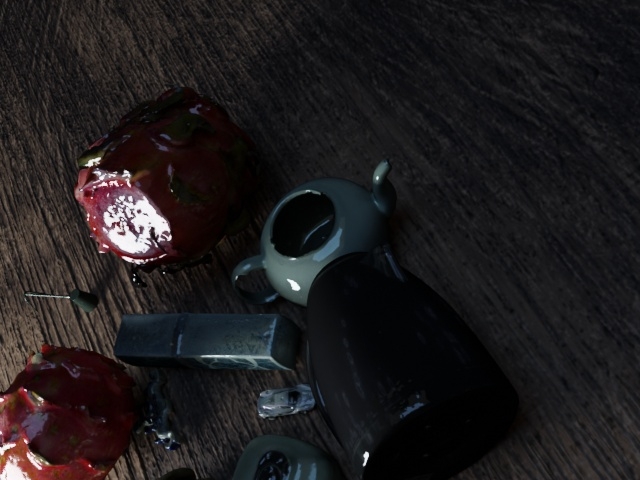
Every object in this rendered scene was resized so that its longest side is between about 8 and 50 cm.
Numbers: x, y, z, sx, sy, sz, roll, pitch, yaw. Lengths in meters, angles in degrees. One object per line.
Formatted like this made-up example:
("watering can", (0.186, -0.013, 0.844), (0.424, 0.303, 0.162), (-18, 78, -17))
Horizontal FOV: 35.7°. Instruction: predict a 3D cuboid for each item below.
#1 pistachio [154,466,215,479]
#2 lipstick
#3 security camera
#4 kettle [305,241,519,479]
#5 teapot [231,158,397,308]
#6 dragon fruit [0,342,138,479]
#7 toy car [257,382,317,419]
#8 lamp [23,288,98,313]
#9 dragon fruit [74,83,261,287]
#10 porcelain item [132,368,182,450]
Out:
("pistachio", (-0.218, 0.407, 1.314), (0.138, 0.153, 0.238), (15, 47, 26))
("lipstick", (-0.167, 0.147, 1.454), (0.290, 0.077, 0.076), (-4, 64, 29))
("security camera", (-0.071, 0.400, 1.268), (0.157, 0.080, 0.301), (7, 72, 33))
("kettle", (0.069, 0.160, 1.237), (0.290, 0.207, 0.268), (57, 135, 37))
("teapot", (0.000, 0.000, 1.396), (0.294, 0.129, 0.193), (-33, 52, 12))
("dragon fruit", (-0.379, 0.280, 1.433), (0.210, 0.205, 0.268), (36, 88, 39))
("toy car", (-0.044, 0.221, 1.374), (0.093, 0.025, 0.041), (-17, 59, 24))
("lamp", (-0.435, 0.097, 1.661), (0.121, 0.054, 0.041), (-5, 63, 29))
("dragon fruit", (-0.216, -0.096, 1.517), (0.250, 0.269, 0.291), (-14, 24, 34))
("porcelain item", (-0.252, 0.263, 1.483), (0.075, 0.021, 0.136), (-35, 52, 16))
